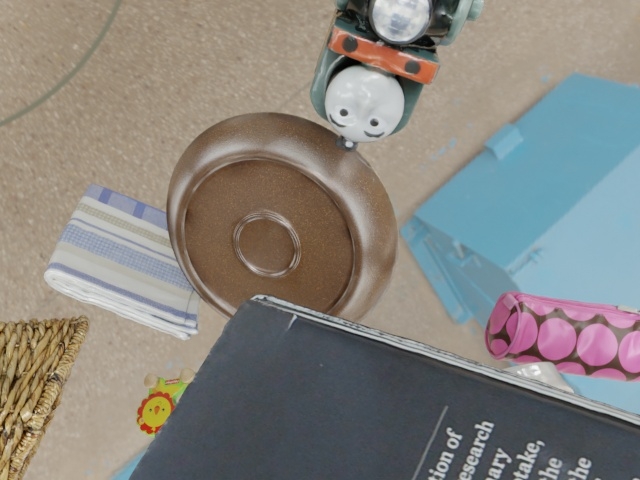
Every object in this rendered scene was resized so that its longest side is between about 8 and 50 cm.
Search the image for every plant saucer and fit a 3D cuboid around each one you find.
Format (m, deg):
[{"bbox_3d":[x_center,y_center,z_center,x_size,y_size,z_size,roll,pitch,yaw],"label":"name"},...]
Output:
[{"bbox_3d":[-0.059,-0.001,0.980,0.310,0.050,0.311,8,117,15],"label":"plant saucer"}]

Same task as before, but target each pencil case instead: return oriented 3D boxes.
[{"bbox_3d":[0.318,0.116,0.995,0.209,0.095,0.098,7,123,-7],"label":"pencil case"}]

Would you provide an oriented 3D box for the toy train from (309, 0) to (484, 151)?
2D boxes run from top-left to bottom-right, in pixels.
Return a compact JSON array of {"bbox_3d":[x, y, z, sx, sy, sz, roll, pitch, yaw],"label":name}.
[{"bbox_3d":[0.061,-0.210,0.789,0.142,0.334,0.190,17,115,-5],"label":"toy train"}]

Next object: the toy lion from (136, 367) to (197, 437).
[{"bbox_3d":[-0.229,0.246,1.191,0.100,0.096,0.034,-12,150,18],"label":"toy lion"}]

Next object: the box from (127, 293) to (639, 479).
[{"bbox_3d":[0.143,0.331,0.550,0.297,0.471,0.480,-57,146,-27],"label":"box"}]

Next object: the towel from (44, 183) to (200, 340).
[{"bbox_3d":[-0.262,0.022,1.128,0.209,0.285,0.034,24,114,-16],"label":"towel"}]

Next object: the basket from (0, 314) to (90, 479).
[{"bbox_3d":[-0.448,0.271,1.148,0.223,0.214,0.299,1,138,-35],"label":"basket"}]

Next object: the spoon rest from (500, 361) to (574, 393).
[{"bbox_3d":[0.167,0.192,0.872,0.276,0.137,0.084,-15,142,-24],"label":"spoon rest"}]
